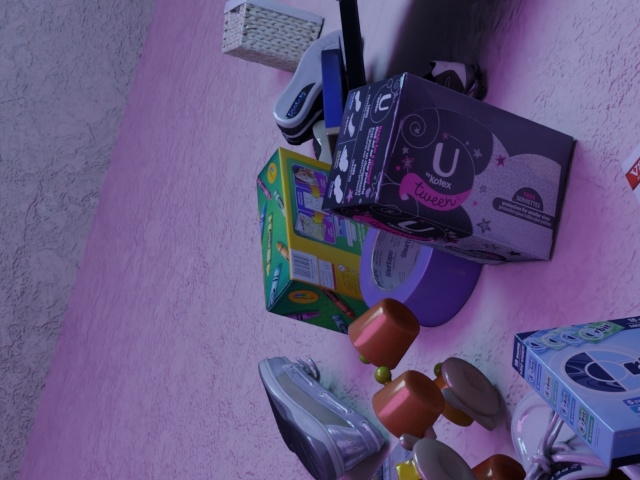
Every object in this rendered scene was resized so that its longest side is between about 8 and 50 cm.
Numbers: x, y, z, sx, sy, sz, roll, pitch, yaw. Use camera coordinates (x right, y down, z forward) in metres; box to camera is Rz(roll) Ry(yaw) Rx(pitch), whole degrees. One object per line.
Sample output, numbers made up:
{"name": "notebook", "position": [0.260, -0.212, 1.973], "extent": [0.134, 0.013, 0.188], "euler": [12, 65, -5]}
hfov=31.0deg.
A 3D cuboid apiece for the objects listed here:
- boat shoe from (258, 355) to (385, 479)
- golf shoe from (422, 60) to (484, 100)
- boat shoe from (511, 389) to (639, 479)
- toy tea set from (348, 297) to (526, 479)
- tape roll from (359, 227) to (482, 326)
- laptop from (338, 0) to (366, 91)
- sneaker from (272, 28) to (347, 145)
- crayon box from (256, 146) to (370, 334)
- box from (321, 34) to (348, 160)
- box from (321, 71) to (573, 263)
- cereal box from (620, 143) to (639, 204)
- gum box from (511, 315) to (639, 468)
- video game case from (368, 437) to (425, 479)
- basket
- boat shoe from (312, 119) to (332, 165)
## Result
{"name": "boat shoe", "position": [-0.009, 0.247, 1.680], "extent": [0.320, 0.103, 0.118], "euler": [-145, 35, -68]}
{"name": "golf shoe", "position": [0.145, -0.188, 1.646], "extent": [0.198, 0.094, 0.077], "euler": [-52, 33, 39]}
{"name": "boat shoe", "position": [0.246, 0.232, 1.082], "extent": [0.135, 0.157, 0.367], "euler": [-66, 26, 14]}
{"name": "toy tea set", "position": [0.117, 0.221, 1.308], "extent": [0.124, 0.200, 0.336], "euler": [-49, 33, 25]}
{"name": "tape roll", "position": [0.134, 0.017, 1.548], "extent": [0.189, 0.080, 0.189], "euler": [-42, 39, 47]}
{"name": "laptop", "position": [0.142, -0.321, 1.674], "extent": [0.408, 0.236, 0.382], "euler": [-41, 7, 3]}
{"name": "sneaker", "position": [-0.005, -0.262, 2.022], "extent": [0.217, 0.079, 0.121], "euler": [-52, -20, -15]}
{"name": "crayon box", "position": [0.000, 0.000, 1.732], "extent": [0.081, 0.165, 0.278], "euler": [-51, 32, 37]}
{"name": "box", "position": [0.028, -0.212, 1.883], "extent": [0.136, 0.037, 0.225], "euler": [77, -171, -52]}
{"name": "box", "position": [0.152, -0.077, 1.371], "extent": [0.142, 0.247, 0.163], "euler": [-8, 67, 64]}
{"name": "cereal box", "position": [0.390, -0.052, 1.104], "extent": [0.173, 0.047, 0.240], "euler": [-55, 30, 32]}
{"name": "gum box", "position": [0.288, 0.132, 1.062], "extent": [0.184, 0.157, 0.041], "euler": [-129, 36, -62]}
{"name": "video game case", "position": [0.082, 0.337, 1.429], "extent": [0.173, 0.022, 0.190], "euler": [-54, 12, 21]}
{"name": "basket", "position": [-0.097, -0.391, 2.193], "extent": [0.113, 0.167, 0.103], "euler": [1, 80, 64]}
{"name": "boat shoe", "position": [0.017, -0.142, 1.942], "extent": [0.042, 0.049, 0.133], "euler": [86, 170, -52]}
